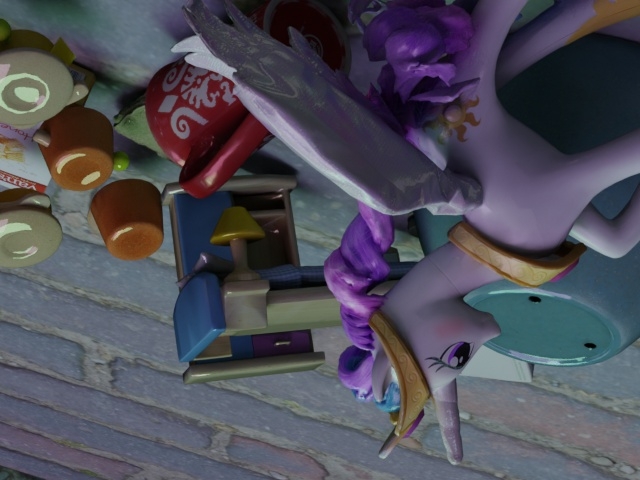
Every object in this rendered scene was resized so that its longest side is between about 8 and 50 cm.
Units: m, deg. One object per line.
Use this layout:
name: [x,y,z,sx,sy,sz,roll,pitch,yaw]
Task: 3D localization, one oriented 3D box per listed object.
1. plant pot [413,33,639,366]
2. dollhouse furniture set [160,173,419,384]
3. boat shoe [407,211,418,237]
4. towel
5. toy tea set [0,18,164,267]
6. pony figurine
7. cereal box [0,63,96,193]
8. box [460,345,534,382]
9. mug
plant pot: [0.202,-0.009,1.008,0.290,0.195,0.290,12,151,7]
dollhouse furniture set: [0.000,0.000,1.091,0.286,0.198,0.303,-5,166,-18]
boat shoe: [0.151,-0.003,1.210,0.133,0.042,0.049,11,154,14]
towel: [-0.131,-0.117,1.170,0.110,0.027,0.148,31,148,-26]
toy tea set: [-0.284,-0.089,1.154,0.200,0.124,0.336,-24,142,5]
pony figurine: [0.087,-0.072,0.797,0.351,0.363,0.303,48,-177,-6]
cereal box: [-0.342,-0.135,1.228,0.173,0.047,0.240,22,151,-13]
box: [0.186,0.095,1.316,0.102,0.087,0.101,5,150,22]
mug: [-0.056,-0.118,1.014,0.113,0.150,0.169,2,160,-40]
